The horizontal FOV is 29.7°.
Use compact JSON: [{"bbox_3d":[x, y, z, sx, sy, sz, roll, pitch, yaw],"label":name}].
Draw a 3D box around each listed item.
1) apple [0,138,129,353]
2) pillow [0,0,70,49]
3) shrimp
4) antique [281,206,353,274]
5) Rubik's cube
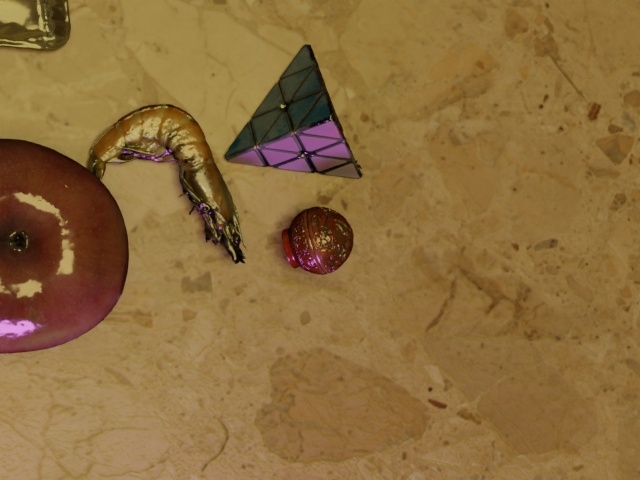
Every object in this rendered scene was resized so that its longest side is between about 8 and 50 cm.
[{"bbox_3d":[-0.398,0.010,1.537,0.305,0.235,0.306,0,90,-16],"label":"apple"},{"bbox_3d":[-0.448,-0.316,1.620,0.217,0.033,0.130,-5,94,-17],"label":"pillow"},{"bbox_3d":[-0.223,-0.053,1.693,0.198,0.051,0.262,-28,96,-8],"label":"shrimp"},{"bbox_3d":[0.000,0.000,1.732,0.104,0.104,0.104,0,91,-17],"label":"antique"},{"bbox_3d":[-0.055,-0.152,1.699,0.178,0.190,0.211,-24,93,2],"label":"Rubik's cube"}]
